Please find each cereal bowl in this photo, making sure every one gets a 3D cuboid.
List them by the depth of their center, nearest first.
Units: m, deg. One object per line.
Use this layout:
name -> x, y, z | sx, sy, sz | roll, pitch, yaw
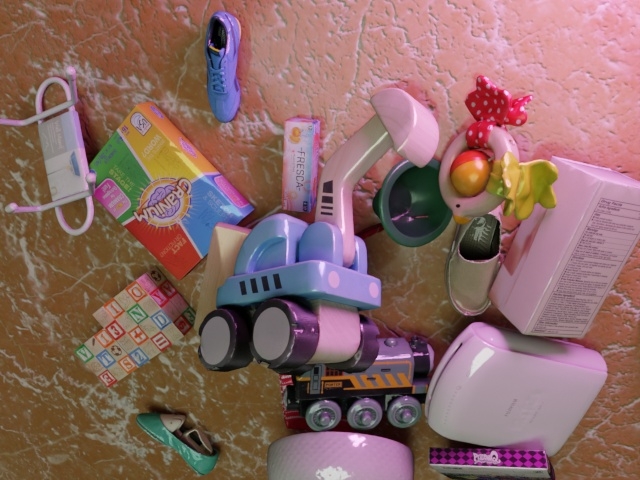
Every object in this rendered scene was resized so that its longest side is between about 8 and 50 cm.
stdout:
cereal bowl -> 0.043, 0.546, 1.131 | 0.339, 0.141, 0.339 | 2, 144, 2

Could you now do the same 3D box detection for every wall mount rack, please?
wall mount rack -> -0.539, -0.189, 1.034 | 0.304, 0.130, 0.350 | -12, 89, 27

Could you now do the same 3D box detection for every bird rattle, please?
bird rattle -> 0.280, -0.142, 0.878 | 0.207, 0.143, 0.253 | -40, 58, 44

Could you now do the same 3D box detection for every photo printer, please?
photo printer -> 0.376, 0.300, 1.019 | 0.307, 0.107, 0.256 | 15, 113, -11

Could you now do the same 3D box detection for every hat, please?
hat -> 0.136, -0.077, 1.026 | 0.208, 0.183, 0.173 | -23, 105, -23

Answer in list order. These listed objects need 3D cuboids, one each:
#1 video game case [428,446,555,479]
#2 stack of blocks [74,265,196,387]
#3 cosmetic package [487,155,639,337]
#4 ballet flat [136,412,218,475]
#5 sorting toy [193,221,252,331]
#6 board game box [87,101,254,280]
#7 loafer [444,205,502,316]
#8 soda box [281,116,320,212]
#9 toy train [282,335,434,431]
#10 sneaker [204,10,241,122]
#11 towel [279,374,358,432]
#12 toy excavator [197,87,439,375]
video game case -> 0.373, 0.488, 1.090 | 0.232, 0.042, 0.210 | -9, 145, 25
stack of blocks -> -0.467, 0.217, 1.245 | 0.297, 0.087, 0.171 | -35, 99, 22
cosmetic package -> 0.442, 0.017, 0.903 | 0.153, 0.129, 0.296 | 9, 114, -21
ballet flat -> -0.371, 0.518, 1.348 | 0.247, 0.083, 0.087 | 41, 89, -3
sorting toy -> -0.119, 0.095, 1.093 | 0.255, 0.089, 0.257 | 14, 114, -6
board game box -> -0.339, -0.102, 1.108 | 0.316, 0.064, 0.242 | 46, 113, -6
loafer -> 0.299, 0.037, 0.990 | 0.102, 0.092, 0.268 | 3, 111, 12
soda box -> -0.040, -0.152, 1.021 | 0.063, 0.058, 0.183 | 8, 112, 11
toy train -> 0.087, 0.295, 1.082 | 0.334, 0.142, 0.190 | 0, 109, -8
sneaker -> -0.197, -0.332, 0.981 | 0.069, 0.082, 0.209 | 10, 113, 8
towel -> -0.007, 0.340, 1.211 | 0.199, 0.031, 0.275 | -1, 109, 13
toy excavator -> 0.000, 0.000, 0.880 | 0.433, 0.222, 0.445 | -15, 68, 39
